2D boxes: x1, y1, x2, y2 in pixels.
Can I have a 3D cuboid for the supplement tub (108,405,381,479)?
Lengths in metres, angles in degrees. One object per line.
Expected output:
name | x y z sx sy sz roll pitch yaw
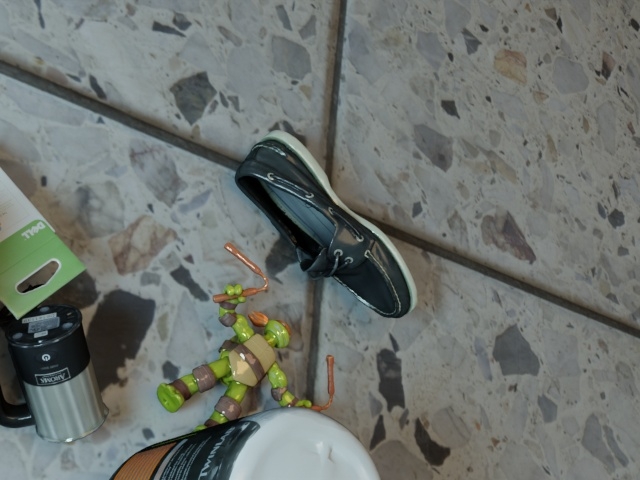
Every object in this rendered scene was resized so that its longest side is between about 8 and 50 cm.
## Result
supplement tub | -0.107 0.304 0.978 0.207 0.338 0.207 16 63 -34

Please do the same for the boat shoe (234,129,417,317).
boat shoe | 0.002 -0.002 1.340 0.340 0.127 0.113 53 49 -7

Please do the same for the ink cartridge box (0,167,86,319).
ink cartridge box | -0.383 -0.008 1.052 0.209 0.062 0.109 49 49 -1

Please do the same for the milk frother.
milk frother | -0.313 0.135 1.053 0.143 0.129 0.135 -81 166 -62

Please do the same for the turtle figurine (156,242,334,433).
turtle figurine | -0.112 0.157 1.207 0.217 0.087 0.270 -40 107 -34
